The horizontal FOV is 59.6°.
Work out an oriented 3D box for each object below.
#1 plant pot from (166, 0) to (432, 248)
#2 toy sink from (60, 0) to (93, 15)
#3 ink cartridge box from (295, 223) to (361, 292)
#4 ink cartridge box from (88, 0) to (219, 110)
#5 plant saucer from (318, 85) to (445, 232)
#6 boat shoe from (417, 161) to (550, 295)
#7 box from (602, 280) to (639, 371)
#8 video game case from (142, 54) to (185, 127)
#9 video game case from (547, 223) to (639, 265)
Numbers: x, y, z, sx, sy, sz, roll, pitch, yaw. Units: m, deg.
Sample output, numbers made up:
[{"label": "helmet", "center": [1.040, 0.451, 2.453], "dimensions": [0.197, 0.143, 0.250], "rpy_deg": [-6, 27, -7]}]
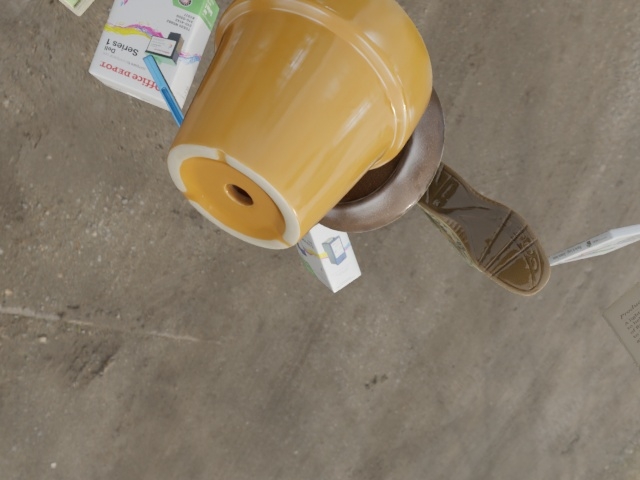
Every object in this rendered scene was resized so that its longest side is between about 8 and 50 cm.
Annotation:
[{"label": "plant pot", "center": [-0.031, -0.103, 0.498], "dimensions": [0.205, 0.205, 0.188], "rpy_deg": [49, 58, -33]}, {"label": "toy sink", "center": [-0.385, -0.479, 0.880], "dimensions": [0.152, 0.234, 0.131], "rpy_deg": [40, 69, -32]}, {"label": "ink cartridge box", "center": [0.000, 0.000, 1.384], "dimensions": [0.093, 0.154, 0.213], "rpy_deg": [-32, 128, -17]}, {"label": "ink cartridge box", "center": [-0.390, -0.474, 1.321], "dimensions": [0.201, 0.117, 0.279], "rpy_deg": [21, 92, 1]}, {"label": "plant saucer", "center": [0.054, -0.169, 0.942], "dimensions": [0.050, 0.310, 0.311], "rpy_deg": [10, 110, -57]}, {"label": "boat shoe", "center": [0.256, -0.025, 0.923], "dimensions": [0.104, 0.285, 0.089], "rpy_deg": [-43, 168, 2]}, {"label": "box", "center": [0.380, 0.080, 0.460], "dimensions": [0.181, 0.119, 0.181], "rpy_deg": [37, 113, -8]}, {"label": "video game case", "center": [-0.211, -0.190, 0.818], "dimensions": [0.015, 0.119, 0.166], "rpy_deg": [-28, 112, -6]}, {"label": "video game case", "center": [0.492, 0.004, 0.958], "dimensions": [0.157, 0.143, 0.019], "rpy_deg": [-8, 74, -26]}]
